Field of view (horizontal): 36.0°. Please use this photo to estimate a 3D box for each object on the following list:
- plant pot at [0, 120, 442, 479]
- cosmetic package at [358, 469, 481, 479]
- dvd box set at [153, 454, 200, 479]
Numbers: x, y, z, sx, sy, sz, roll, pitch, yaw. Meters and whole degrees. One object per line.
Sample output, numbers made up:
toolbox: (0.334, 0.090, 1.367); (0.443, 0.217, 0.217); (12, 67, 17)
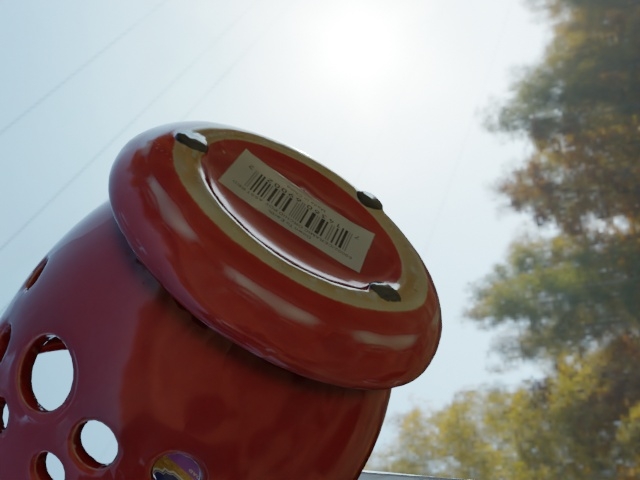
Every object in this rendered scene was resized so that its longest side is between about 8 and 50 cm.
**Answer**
plant pot: (-0.051, 0.052, 0.466); (0.191, 0.174, 0.191); (27, -154, -15)
cosmetic package: (0.179, 0.492, 1.182); (0.327, 0.329, 0.394); (37, -125, -63)
dvd box set: (-0.061, 0.293, 0.655); (0.307, 0.062, 0.420); (42, -158, 0)
